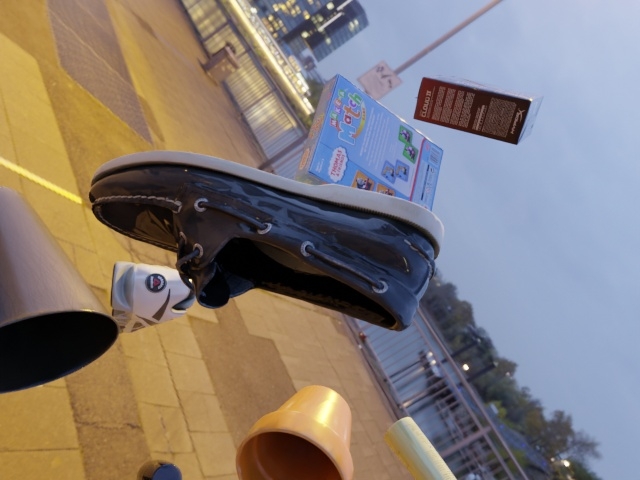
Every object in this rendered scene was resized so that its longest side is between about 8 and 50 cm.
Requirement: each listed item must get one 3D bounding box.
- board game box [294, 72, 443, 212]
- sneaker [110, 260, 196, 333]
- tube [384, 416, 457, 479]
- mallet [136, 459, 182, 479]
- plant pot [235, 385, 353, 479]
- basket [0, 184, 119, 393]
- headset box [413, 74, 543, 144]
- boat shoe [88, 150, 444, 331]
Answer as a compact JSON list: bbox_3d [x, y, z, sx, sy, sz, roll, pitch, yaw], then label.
[{"bbox_3d":[0.078,-0.109,0.683,0.212,0.039,0.160,28,66,-28],"label":"board game box"},{"bbox_3d":[-0.314,0.115,0.932,0.330,0.147,0.122,153,-62,-67],"label":"sneaker"},{"bbox_3d":[0.194,0.394,0.770,0.070,0.062,0.240,-6,37,-35],"label":"tube"},{"bbox_3d":[-0.127,0.316,0.574,0.190,0.062,0.039,36,56,-12],"label":"mallet"},{"bbox_3d":[-0.026,0.380,0.918,0.205,0.205,0.188,55,25,-6],"label":"plant pot"},{"bbox_3d":[-0.392,0.051,0.606,0.226,0.154,0.204,50,14,21],"label":"basket"},{"bbox_3d":[0.111,-0.098,0.354,0.083,0.032,0.062,20,26,23],"label":"headset box"},{"bbox_3d":[-0.070,0.010,0.435,0.127,0.341,0.112,88,16,-62],"label":"boat shoe"}]
